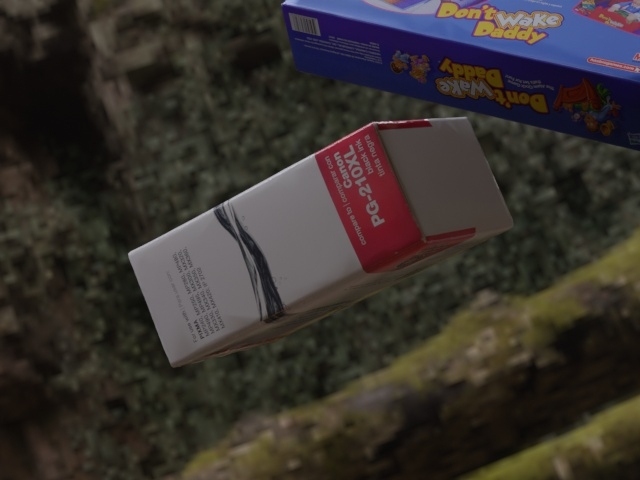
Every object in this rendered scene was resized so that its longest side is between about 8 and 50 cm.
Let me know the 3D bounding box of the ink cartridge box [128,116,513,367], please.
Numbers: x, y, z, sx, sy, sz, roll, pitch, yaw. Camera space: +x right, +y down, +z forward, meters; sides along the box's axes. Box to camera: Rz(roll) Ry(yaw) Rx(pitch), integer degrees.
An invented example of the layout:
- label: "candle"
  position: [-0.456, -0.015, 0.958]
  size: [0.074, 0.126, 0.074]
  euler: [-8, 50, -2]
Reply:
- label: "ink cartridge box"
  position: [0.000, 0.000, 1.485]
  size: [0.237, 0.100, 0.172]
  euler: [-27, -8, 27]

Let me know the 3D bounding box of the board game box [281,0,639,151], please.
- label: "board game box"
  position: [0.175, -0.214, 1.727]
  size: [0.233, 0.347, 0.078]
  euler: [-52, -35, -35]
